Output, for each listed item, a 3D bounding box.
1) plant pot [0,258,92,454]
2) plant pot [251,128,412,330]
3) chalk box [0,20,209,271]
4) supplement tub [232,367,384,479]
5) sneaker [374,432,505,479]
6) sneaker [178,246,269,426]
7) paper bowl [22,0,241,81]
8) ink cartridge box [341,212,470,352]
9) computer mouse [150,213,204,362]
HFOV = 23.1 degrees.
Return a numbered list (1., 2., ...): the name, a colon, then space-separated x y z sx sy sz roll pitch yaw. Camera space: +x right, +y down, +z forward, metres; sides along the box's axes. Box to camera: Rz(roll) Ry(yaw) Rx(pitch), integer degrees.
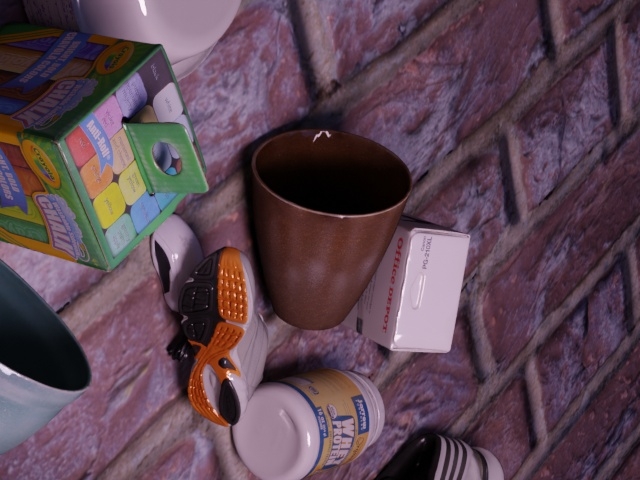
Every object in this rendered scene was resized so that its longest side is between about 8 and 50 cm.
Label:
1. plant pot: -0.401 0.120 1.548 0.196 0.293 0.293 -49 145 6
2. plant pot: 0.000 0.000 2.133 0.215 0.215 0.230 -33 143 -45
3. chalk box: -0.250 -0.098 1.639 0.179 0.289 0.180 -48 137 -34
4. supplement tub: -0.013 0.259 2.227 0.200 0.144 0.144 -10 109 -53
5. sneaker: 0.145 0.528 2.570 0.257 0.169 0.447 30 69 -46
6. sneaker: -0.116 0.107 2.029 0.121 0.099 0.262 -50 152 -51
7. paper bowl: -0.193 -0.314 1.774 0.284 0.148 0.284 -24 121 -48
8. ink cartridge box: 0.102 0.050 2.225 0.100 0.237 0.171 6 97 -26
9. computer mouse: -0.172 0.056 2.022 0.106 0.042 0.193 -42 133 -38
